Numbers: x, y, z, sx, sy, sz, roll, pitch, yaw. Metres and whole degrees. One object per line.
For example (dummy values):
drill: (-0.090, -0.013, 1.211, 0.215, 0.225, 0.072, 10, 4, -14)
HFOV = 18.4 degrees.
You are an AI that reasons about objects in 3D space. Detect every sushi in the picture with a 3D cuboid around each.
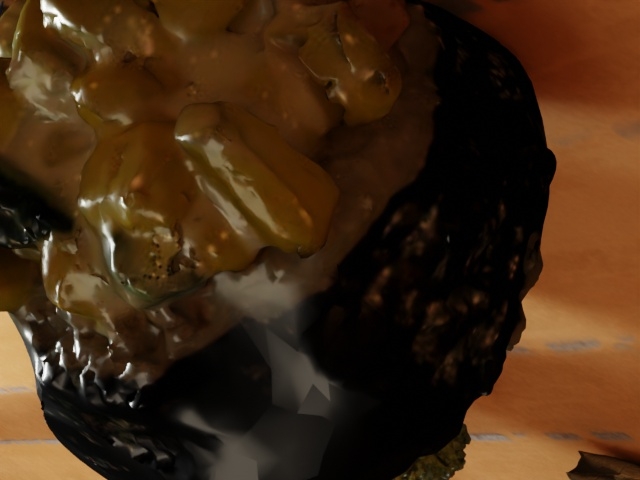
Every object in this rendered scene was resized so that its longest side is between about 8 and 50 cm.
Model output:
sushi: (-0.070, -0.035, 1.093, 0.328, 0.329, 0.285, 16, 163, 43)

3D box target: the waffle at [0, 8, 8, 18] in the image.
waffle: (-0.325, -0.187, 1.487, 0.231, 0.051, 0.229, 5, 145, 49)

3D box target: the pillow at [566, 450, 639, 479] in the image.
pillow: (0.319, 0.229, 1.567, 0.229, 0.050, 0.148, 8, 157, 48)

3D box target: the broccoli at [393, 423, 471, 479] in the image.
broccoli: (-0.003, 0.134, 1.631, 0.176, 0.226, 0.198, -38, 159, 33)

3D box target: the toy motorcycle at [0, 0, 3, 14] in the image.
toy motorcycle: (-0.292, -0.203, 1.317, 0.150, 0.102, 0.221, -22, 119, 41)
